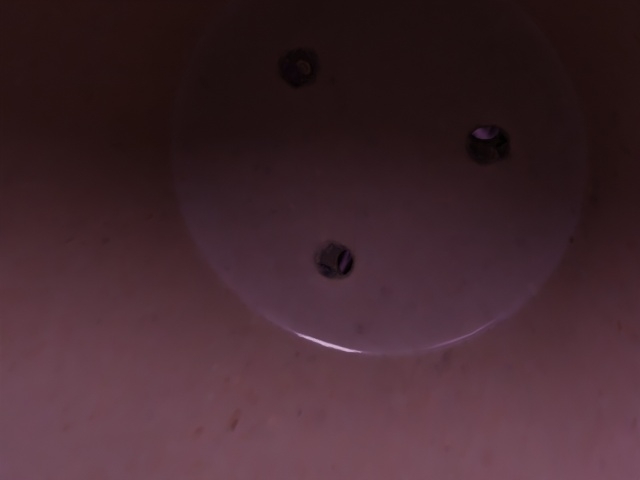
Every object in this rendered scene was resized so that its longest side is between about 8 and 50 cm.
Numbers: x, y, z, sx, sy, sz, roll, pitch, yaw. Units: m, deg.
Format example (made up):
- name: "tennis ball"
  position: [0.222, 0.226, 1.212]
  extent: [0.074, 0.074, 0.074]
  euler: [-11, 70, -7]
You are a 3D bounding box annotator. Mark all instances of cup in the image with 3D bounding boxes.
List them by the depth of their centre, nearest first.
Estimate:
- name: "cup"
  position: [0.000, 0.000, 0.472]
  extent: [0.331, 0.331, 0.237]
  euler: [-48, 2, 21]
